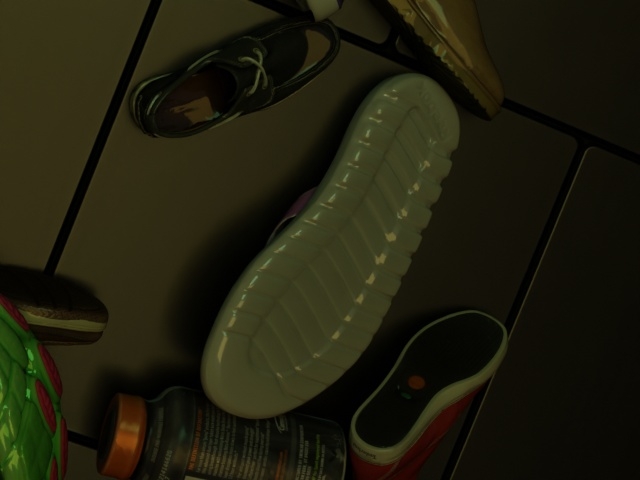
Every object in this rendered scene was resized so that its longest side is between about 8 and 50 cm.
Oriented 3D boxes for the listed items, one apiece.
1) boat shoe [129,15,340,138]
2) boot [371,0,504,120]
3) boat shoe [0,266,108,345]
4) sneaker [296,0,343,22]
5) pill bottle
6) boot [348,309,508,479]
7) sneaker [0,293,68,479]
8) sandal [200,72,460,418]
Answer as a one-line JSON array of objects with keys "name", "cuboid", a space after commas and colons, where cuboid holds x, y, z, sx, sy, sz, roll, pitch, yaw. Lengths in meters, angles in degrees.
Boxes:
[{"name": "boat shoe", "cuboid": [-0.079, -0.164, 1.900, 0.233, 0.079, 0.084, -24, 103, -11]}, {"name": "boot", "cuboid": [0.196, -0.295, 1.943, 0.269, 0.089, 0.236, -42, 107, -6]}, {"name": "boat shoe", "cuboid": [-0.348, 0.080, 1.874, 0.257, 0.095, 0.095, 12, 110, -10]}, {"name": "sneaker", "cuboid": [0.041, -0.406, 1.860, 0.236, 0.130, 0.323, -20, 98, -6]}, {"name": "pill bottle", "cuboid": [-0.107, 0.226, 1.930, 0.245, 0.130, 0.130, 15, 95, -16]}, {"name": "boot", "cuboid": [0.111, 0.197, 2.014, 0.244, 0.088, 0.176, -42, 152, -32]}, {"name": "sneaker", "cuboid": [-0.355, 0.275, 1.823, 0.202, 0.185, 0.483, 3, 111, 1]}, {"name": "sandal", "cuboid": [0.010, 0.010, 1.945, 0.169, 0.102, 0.416, 44, 74, -29]}]
